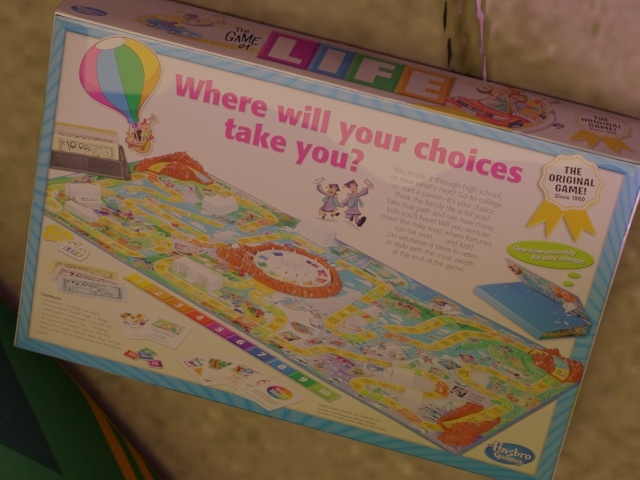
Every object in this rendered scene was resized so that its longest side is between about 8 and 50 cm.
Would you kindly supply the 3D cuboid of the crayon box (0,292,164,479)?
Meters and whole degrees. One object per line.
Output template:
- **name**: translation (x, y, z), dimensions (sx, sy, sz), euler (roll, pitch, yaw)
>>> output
- **crayon box**: translation (-0.120, 0.142, 0.563), dimensions (0.202, 0.081, 0.318), euler (-33, 106, 25)

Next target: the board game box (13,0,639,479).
- **board game box**: translation (0.000, 0.000, 0.492), dimensions (0.154, 0.026, 0.103), euler (15, 119, 5)
